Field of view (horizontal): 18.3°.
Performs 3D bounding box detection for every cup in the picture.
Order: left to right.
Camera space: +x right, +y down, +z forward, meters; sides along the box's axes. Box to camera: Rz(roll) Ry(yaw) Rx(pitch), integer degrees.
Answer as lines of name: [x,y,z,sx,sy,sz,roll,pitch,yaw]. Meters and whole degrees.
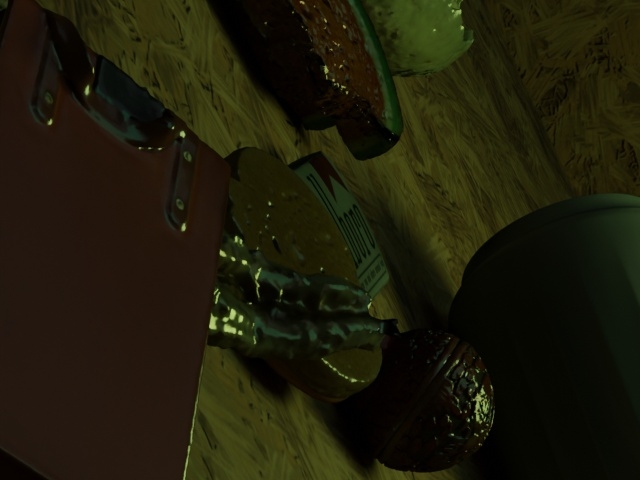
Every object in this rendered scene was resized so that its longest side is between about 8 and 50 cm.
cup: [0.255,0.169,1.704,0.323,0.237,0.327,96,-20,-54]

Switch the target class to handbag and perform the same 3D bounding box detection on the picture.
handbag: [-0.098,0.014,0.718,0.127,0.063,0.190,39,41,-35]

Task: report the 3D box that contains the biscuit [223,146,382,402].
biscuit: [-0.030,0.022,1.227,0.170,0.050,0.170,48,23,-28]

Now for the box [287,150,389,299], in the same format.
box: [0.000,0.000,1.405,0.115,0.036,0.177,62,14,-4]

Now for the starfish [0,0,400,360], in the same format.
starfish: [-0.105,0.001,0.846,0.432,0.082,0.324,59,27,-3]

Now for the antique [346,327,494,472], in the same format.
antique: [0.068,0.108,1.322,0.104,0.104,0.104,58,14,-24]

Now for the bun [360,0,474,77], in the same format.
bun: [0.040,-0.260,1.803,0.259,0.152,0.259,-17,90,-85]

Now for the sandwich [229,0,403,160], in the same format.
sandwich: [-0.020,-0.165,1.580,0.235,0.079,0.159,58,24,-9]
